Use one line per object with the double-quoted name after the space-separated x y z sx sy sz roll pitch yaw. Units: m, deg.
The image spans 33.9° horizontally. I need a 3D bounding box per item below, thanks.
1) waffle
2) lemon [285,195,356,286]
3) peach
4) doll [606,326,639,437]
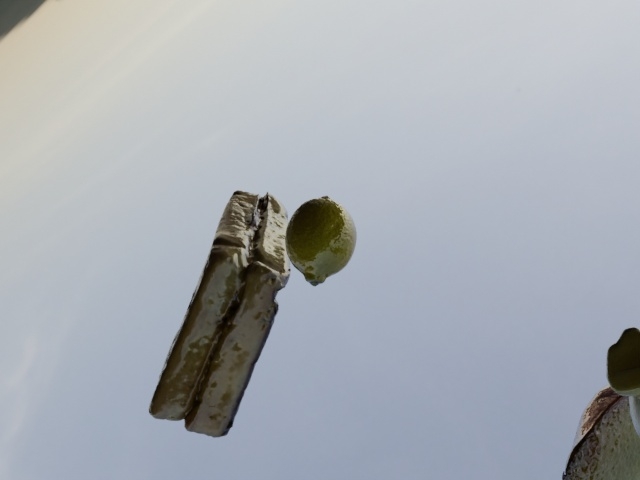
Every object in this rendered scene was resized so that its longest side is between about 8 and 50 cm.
-0.112 0.074 1.263 0.327 0.098 0.224 -96 -151 -73 "waffle"
0.000 0.000 0.914 0.062 0.062 0.083 -12 -117 53 "lemon"
0.358 0.251 1.278 0.068 0.279 0.189 12 -79 49 "peach"
0.317 0.112 0.760 0.141 0.296 0.117 -30 -117 33 "doll"
